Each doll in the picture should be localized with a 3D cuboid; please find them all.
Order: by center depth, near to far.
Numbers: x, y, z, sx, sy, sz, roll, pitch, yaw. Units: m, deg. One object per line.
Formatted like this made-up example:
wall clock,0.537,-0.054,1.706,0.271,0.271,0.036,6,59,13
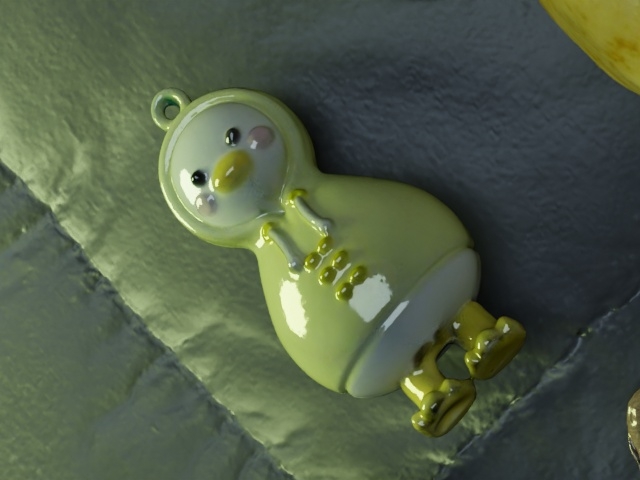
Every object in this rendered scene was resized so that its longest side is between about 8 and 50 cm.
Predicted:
doll,-0.004,0.000,1.242,0.296,0.117,0.141,39,102,11

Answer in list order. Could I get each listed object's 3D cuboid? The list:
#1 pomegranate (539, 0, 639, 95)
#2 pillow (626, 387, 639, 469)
pomegranate,0.250,-0.219,0.999,0.342,0.342,0.342,1,95,17
pillow,0.273,0.179,1.215,0.135,0.034,0.211,-10,90,19
